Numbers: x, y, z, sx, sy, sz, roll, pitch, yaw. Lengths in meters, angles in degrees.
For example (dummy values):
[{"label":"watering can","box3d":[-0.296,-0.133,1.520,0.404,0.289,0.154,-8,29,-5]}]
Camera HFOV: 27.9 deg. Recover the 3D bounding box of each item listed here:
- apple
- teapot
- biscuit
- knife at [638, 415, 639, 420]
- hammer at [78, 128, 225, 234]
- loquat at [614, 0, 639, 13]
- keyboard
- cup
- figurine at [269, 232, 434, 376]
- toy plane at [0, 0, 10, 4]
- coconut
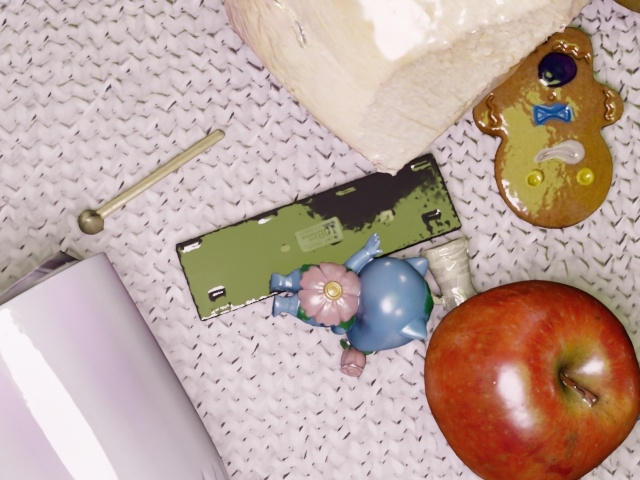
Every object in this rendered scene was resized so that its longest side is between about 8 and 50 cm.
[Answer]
[{"label":"apple","box3d":[0.219,0.152,1.378,0.230,0.230,0.230,1,85,-6]},{"label":"teapot","box3d":[0.147,0.043,1.455,0.067,0.057,0.083,-22,93,-12]},{"label":"biscuit","box3d":[0.266,-0.131,1.492,0.180,0.039,0.236,-6,88,-8]},{"label":"knife","box3d":[0.365,0.192,1.478,0.296,0.026,0.044,-27,100,-8]},{"label":"hammer","box3d":[-0.187,-0.071,1.431,0.195,0.060,0.028,-36,89,-12]},{"label":"loquat","box3d":[0.412,-0.393,1.414,0.276,0.284,0.276,11,56,-17]},{"label":"keyboard","box3d":[0.000,0.000,1.456,0.317,0.027,0.106,-19,84,-7]},{"label":"cup","box3d":[-0.245,0.213,1.300,0.253,0.253,0.371,-31,91,-8]},{"label":"figurine","box3d":[0.031,0.073,1.412,0.178,0.144,0.114,6,50,-10]},{"label":"toy plane","box3d":[-0.368,-0.327,1.408,0.255,0.101,0.251,20,95,-4]},{"label":"coconut","box3d":[0.078,-0.300,1.314,0.404,0.404,0.405,1,85,-6]}]
